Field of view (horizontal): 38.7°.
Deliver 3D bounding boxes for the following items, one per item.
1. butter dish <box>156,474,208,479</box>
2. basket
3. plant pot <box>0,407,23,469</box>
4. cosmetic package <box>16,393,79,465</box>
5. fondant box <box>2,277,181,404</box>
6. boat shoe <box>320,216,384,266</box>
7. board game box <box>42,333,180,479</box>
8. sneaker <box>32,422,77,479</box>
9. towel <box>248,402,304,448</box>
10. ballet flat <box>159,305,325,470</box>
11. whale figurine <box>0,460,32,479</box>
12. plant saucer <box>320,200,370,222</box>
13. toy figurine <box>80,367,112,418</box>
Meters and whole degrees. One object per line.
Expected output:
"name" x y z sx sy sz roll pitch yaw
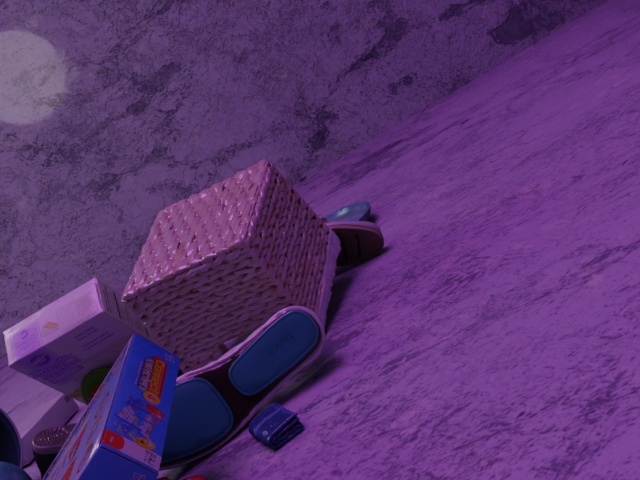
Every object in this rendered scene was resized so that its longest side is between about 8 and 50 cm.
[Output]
"butter dish" -0.183 0.358 1.176 0.160 0.118 0.160 -34 13 -12
"basket" -0.172 0.058 1.838 0.328 0.266 0.331 -24 28 23
"plant pot" -0.752 0.475 1.828 0.293 0.293 0.196 -40 -12 -35
"cosmetic package" -0.672 0.452 2.145 0.098 0.060 0.239 -24 14 23
"fondant box" -0.472 0.234 1.950 0.238 0.330 0.096 -30 53 9
"boat shoe" -0.006 -0.005 2.044 0.302 0.113 0.103 -7 35 12
"board game box" -0.324 0.336 1.303 0.308 0.086 0.302 -56 15 17
"sneaker" -0.417 0.401 1.702 0.221 0.118 0.083 -5 27 -9
"towel" -0.073 0.285 1.411 0.067 0.029 0.119 -36 13 -17
"ballet flat" -0.158 0.257 1.545 0.400 0.139 0.139 -36 12 -7
"whale figurine" -0.574 0.477 1.593 0.216 0.141 0.272 -28 18 -25
"plant saucer" 0.000 0.000 2.348 0.317 0.044 0.317 -30 11 7
"toy figurine" -0.425 0.359 1.872 0.173 0.130 0.159 -6 30 4
